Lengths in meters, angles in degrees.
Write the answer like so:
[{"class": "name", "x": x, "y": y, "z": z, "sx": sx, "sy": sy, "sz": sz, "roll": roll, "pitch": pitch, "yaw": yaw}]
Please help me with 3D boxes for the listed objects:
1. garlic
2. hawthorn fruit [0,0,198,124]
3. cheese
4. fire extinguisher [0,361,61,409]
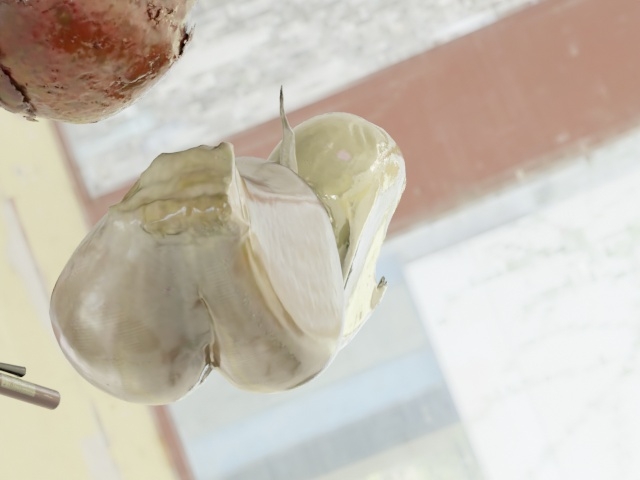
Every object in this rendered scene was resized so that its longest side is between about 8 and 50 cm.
[{"class": "garlic", "x": -0.107, "y": 0.027, "z": 1.637, "sx": 0.231, "sy": 0.246, "sz": 0.340, "roll": -17, "pitch": -170, "yaw": 14}, {"class": "hawthorn fruit", "x": -0.257, "y": -0.267, "z": 1.817, "sx": 0.316, "sy": 0.316, "sz": 0.316, "roll": -21, "pitch": 172, "yaw": -3}, {"class": "cheese", "x": 0.000, "y": 0.000, "z": 1.933, "sx": 0.127, "sy": 0.266, "sz": 0.233, "roll": 21, "pitch": -165, "yaw": 17}, {"class": "fire extinguisher", "x": -0.421, "y": 0.188, "z": 2.488, "sx": 0.035, "sy": 0.049, "sz": 0.173, "roll": 7, "pitch": 168, "yaw": 43}]
